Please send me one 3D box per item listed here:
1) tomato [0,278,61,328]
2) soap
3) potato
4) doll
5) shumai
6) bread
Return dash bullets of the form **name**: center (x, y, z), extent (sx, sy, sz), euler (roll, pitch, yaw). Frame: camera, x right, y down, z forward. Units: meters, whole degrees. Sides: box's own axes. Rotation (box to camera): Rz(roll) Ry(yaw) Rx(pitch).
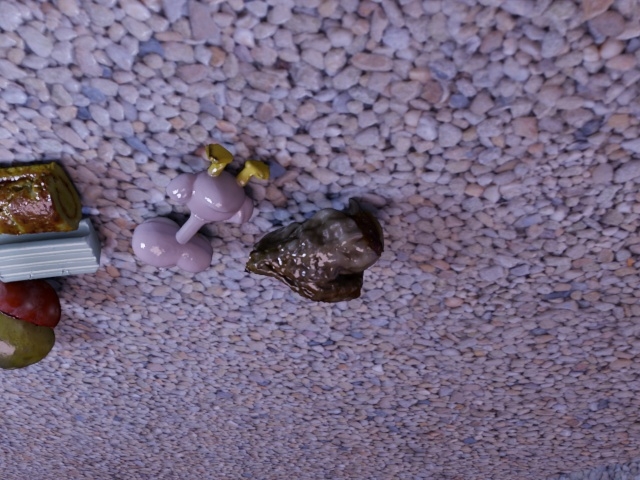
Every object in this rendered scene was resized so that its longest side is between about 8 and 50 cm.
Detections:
- **tomato**: center (-0.652, 0.104, 1.403), extent (0.228, 0.101, 0.228), euler (22, 169, 5)
- **soap**: center (-0.542, 0.019, 1.288), extent (0.198, 0.066, 0.119), euler (-6, 149, -7)
- **potato**: center (-0.760, 0.221, 1.551), extent (0.197, 0.148, 0.228), euler (-37, 123, 23)
- **doll**: center (-0.231, -0.033, 1.199), extent (0.160, 0.094, 0.365), euler (19, 142, -28)
- **shumai**: center (0.002, 0.000, 1.187), extent (0.218, 0.184, 0.185), euler (23, 104, -3)
- **bread**: center (-0.538, -0.069, 1.187), extent (0.172, 0.103, 0.132), euler (-3, 142, 7)
